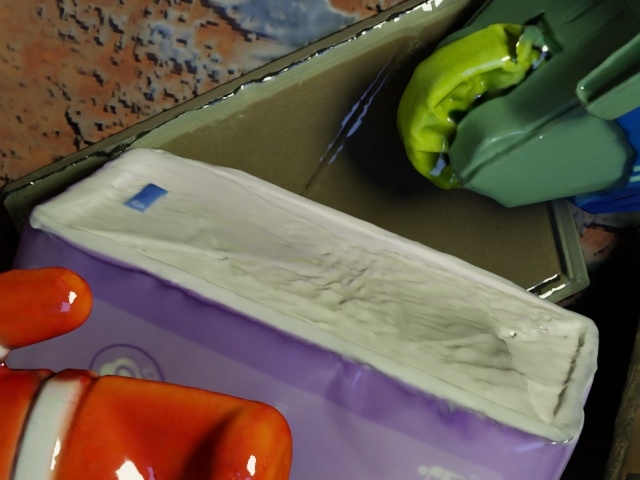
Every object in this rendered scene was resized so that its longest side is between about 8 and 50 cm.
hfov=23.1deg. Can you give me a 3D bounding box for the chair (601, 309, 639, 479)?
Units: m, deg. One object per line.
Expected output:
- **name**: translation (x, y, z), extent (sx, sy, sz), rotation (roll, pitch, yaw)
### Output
- **chair**: translation (0.194, 0.129, 0.867), extent (0.203, 0.416, 0.240), rotation (64, 37, -39)

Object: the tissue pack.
- **tissue pack**: translation (-0.046, 0.156, 0.727), extent (0.242, 0.160, 0.338), rotation (24, 114, 7)

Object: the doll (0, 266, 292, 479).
- **doll**: translation (-0.181, 0.094, 0.597), extent (0.336, 0.105, 0.199), rotation (10, 106, 10)

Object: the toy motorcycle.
- **toy motorcycle**: translation (0.201, -0.116, 0.743), extent (0.326, 0.191, 0.200), rotation (-41, 135, 22)

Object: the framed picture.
- **framed picture**: translation (0.000, 0.000, 0.809), extent (0.281, 0.019, 0.209), rotation (-25, 121, -11)
